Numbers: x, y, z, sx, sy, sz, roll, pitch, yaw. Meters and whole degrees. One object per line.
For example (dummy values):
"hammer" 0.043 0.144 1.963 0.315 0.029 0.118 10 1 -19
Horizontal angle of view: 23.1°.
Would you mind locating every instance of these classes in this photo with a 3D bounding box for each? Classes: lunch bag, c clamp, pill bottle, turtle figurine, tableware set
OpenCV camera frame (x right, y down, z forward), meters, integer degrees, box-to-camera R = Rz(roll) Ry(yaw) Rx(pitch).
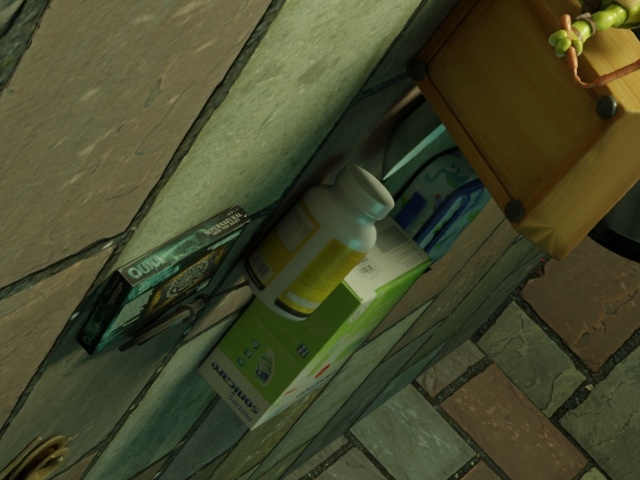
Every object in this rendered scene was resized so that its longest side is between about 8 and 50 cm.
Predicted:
"lunch bag" 0.156 -0.032 2.308 0.219 0.090 0.176 -51 163 29
"c clamp" -0.157 0.082 1.733 0.137 0.022 0.160 -26 -178 13
"pill bottle" 0.000 0.000 1.846 0.184 0.103 0.103 -47 168 19
"turtle figurine" 0.298 -0.273 1.589 0.269 0.217 0.087 -40 162 -16
"tableware set" -0.367 0.309 1.859 0.194 0.039 0.128 -44 168 2

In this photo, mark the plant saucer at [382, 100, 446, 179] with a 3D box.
"plant saucer" 0.138 -0.150 1.905 0.195 0.037 0.195 -40 178 -2

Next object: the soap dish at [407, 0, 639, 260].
"soap dish" 0.234 -0.160 1.679 0.118 0.291 0.229 0 140 -44

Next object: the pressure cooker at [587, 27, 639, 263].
"pressure cooker" 0.477 -0.167 2.059 0.375 0.370 0.420 -56 162 -31

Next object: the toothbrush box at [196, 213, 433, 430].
"toothbrush box" -0.007 0.103 2.149 0.283 0.122 0.206 -49 167 32

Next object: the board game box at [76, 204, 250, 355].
"board game box" -0.162 0.040 1.632 0.186 0.026 0.126 -31 163 -46
